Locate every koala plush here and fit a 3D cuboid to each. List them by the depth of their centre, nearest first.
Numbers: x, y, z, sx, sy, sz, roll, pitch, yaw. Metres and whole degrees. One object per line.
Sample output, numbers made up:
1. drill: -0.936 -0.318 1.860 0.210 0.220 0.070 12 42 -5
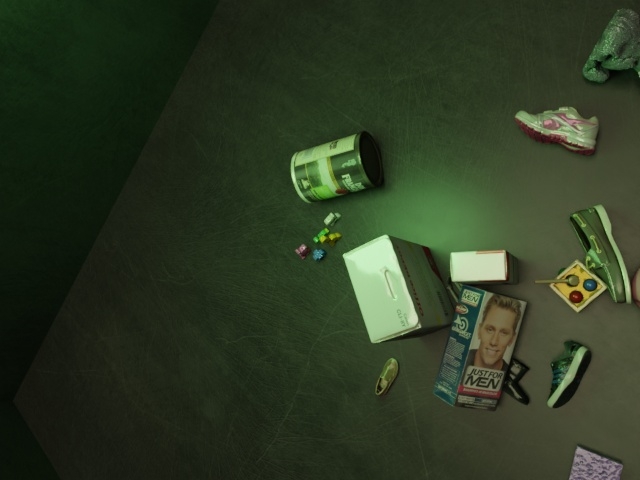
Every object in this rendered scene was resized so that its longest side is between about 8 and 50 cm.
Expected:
1. koala plush: 0.892 -0.527 1.410 0.221 0.203 0.196 32 100 17

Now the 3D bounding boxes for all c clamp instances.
1. c clamp: 0.439 0.178 1.618 0.022 0.137 0.160 -17 57 -9

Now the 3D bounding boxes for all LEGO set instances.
1. LEGO set: 0.000 0.000 1.886 0.227 0.093 0.087 -50 64 15

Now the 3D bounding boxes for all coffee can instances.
1. coffee can: 0.061 -0.260 1.825 0.275 0.201 0.201 -12 78 29

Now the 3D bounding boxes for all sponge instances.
1. sponge: 0.752 0.696 1.403 0.117 0.031 0.210 14 90 30

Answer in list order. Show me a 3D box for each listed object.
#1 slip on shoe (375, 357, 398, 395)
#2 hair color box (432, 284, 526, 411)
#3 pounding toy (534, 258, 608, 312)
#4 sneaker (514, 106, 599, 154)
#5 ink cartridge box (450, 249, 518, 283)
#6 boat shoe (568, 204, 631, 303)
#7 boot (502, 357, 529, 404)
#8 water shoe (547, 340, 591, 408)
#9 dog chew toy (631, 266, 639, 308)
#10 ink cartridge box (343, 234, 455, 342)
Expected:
1. slip on shoe: 0.224 0.468 1.727 0.051 0.041 0.135 31 99 29
2. hair color box: 0.477 0.323 1.515 0.105 0.174 0.347 17 92 65
3. pounding toy: 0.722 0.127 1.455 0.130 0.100 0.141 -47 64 15
4. sneaker: 0.720 -0.352 1.529 0.252 0.103 0.111 27 93 23
5. ink cartridge box: 0.497 0.086 1.521 0.159 0.218 0.092 -4 82 29
6. boat shoe: 0.776 0.041 1.400 0.091 0.109 0.305 -13 56 19
7. boot: 0.594 0.421 1.523 0.121 0.045 0.099 35 101 32
8. water shoe: 0.705 0.388 1.462 0.080 0.073 0.203 38 104 55
9. dog chew toy: 0.968 0.075 1.276 0.332 0.206 0.206 -44 65 8
10. ink cartridge box: 0.255 0.153 1.553 0.160 0.385 0.279 -26 71 24
